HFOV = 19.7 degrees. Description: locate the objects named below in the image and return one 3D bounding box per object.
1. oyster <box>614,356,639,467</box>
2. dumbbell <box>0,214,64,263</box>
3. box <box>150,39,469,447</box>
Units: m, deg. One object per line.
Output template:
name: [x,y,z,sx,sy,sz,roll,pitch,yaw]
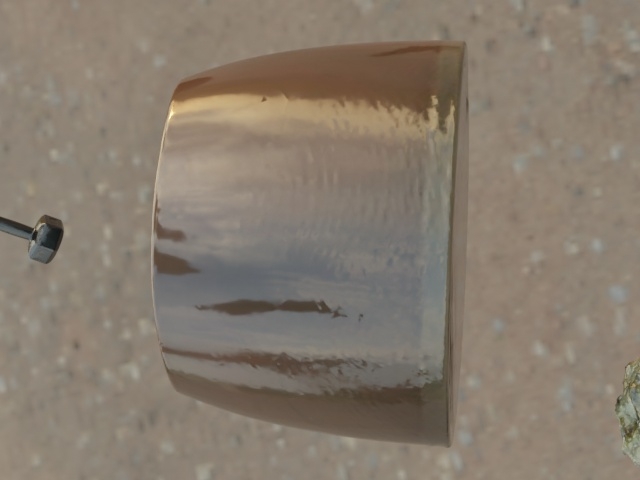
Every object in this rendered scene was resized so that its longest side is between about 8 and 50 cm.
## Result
oyster: [0.286,0.105,1.336,0.165,0.053,0.108,-15,54,32]
dumbbell: [-0.256,-0.011,1.531,0.040,0.083,0.036,-52,25,46]
box: [0.000,0.000,1.353,0.301,0.216,0.301,3,-90,-86]
